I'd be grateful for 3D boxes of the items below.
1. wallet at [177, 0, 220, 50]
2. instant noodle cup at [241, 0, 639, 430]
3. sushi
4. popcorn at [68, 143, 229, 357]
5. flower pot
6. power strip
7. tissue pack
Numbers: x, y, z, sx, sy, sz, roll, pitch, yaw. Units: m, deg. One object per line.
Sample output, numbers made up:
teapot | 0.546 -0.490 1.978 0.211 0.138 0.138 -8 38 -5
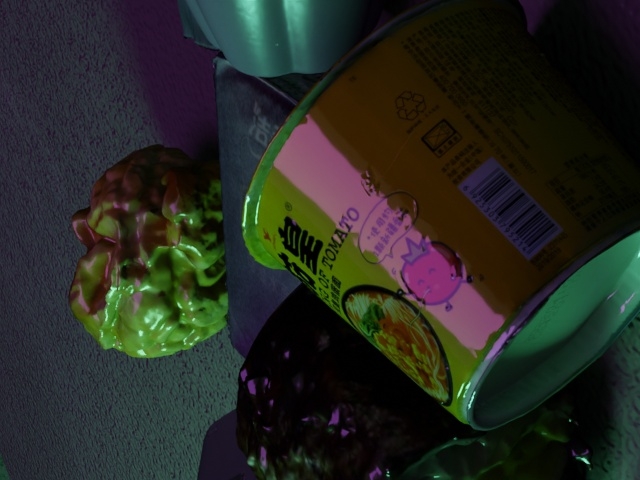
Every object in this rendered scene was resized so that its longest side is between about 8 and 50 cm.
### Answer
wallet | -0.137 -0.350 1.821 0.290 0.054 0.251 -139 41 -75
instant noodle cup | 0.134 -0.014 1.353 0.254 0.325 0.325 47 144 24
sushi | 0.086 0.201 1.562 0.294 0.281 0.299 44 147 48
popcorn | -0.195 -0.001 2.050 0.332 0.225 0.265 -56 38 46
flower pot | -0.039 -0.300 1.561 0.265 0.265 0.243 46 154 40
power strip | -0.062 0.279 1.791 0.194 0.059 0.265 -33 30 29
tissue pack | 0.000 0.000 1.780 0.288 0.124 0.394 38 138 47
